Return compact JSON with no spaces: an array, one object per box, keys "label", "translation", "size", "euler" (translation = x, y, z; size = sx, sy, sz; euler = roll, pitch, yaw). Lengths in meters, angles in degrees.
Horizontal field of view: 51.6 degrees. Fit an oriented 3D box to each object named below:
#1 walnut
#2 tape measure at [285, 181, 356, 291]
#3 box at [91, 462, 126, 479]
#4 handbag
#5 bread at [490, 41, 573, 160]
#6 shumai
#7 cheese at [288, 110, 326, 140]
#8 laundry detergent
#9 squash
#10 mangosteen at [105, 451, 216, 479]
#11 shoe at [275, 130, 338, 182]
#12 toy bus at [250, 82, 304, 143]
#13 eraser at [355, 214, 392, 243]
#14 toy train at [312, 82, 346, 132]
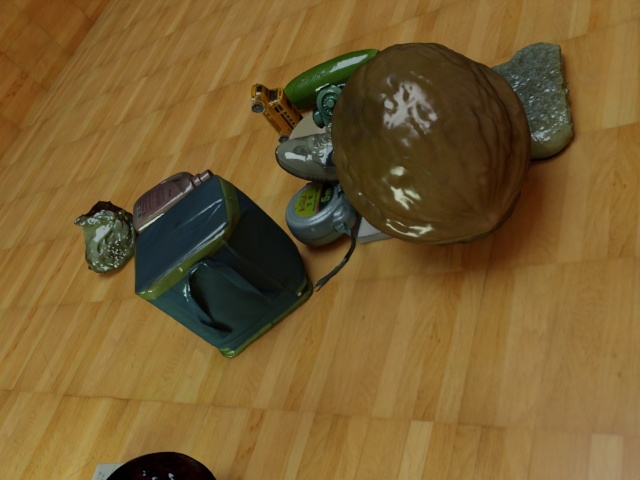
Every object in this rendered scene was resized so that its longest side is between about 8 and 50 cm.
[{"label":"walnut","translation":[0.171,-0.141,1.022],"size":[0.333,0.333,0.333],"euler":[-25,42,24]},{"label":"tape measure","translation":[0.001,0.000,1.225],"size":[0.164,0.084,0.330],"euler":[-23,38,29]},{"label":"box","translation":[-0.355,0.452,1.180],"size":[0.152,0.048,0.100],"euler":[-12,50,33]},{"label":"handbag","translation":[-0.186,0.047,1.236],"size":[0.263,0.241,0.222],"euler":[-38,38,7]},{"label":"bread","translation":[0.338,-0.240,1.173],"size":[0.207,0.056,0.286],"euler":[-19,43,27]},{"label":"shumai","translation":[-0.569,-0.014,1.731],"size":[0.184,0.142,0.184],"euler":[-27,38,23]},{"label":"cheese","translation":[0.020,-0.263,1.479],"size":[0.227,0.064,0.137],"euler":[-51,41,-6]},{"label":"laundry detergent","translation":[-0.375,-0.120,1.701],"size":[0.237,0.076,0.171],"euler":[-36,38,11]},{"label":"squash","translation":[0.019,-0.385,1.576],"size":[0.292,0.082,0.082],"euler":[-17,45,31]},{"label":"mangosteen","translation":[-0.242,0.420,0.992],"size":[0.210,0.210,0.210],"euler":[-25,42,24]},{"label":"shoe","translation":[0.048,-0.177,1.255],"size":[0.275,0.098,0.103],"euler":[-2,34,4]},{"label":"toy bus","translation":[-0.096,-0.298,1.538],"size":[0.074,0.162,0.069],"euler":[-23,43,22]},{"label":"eraser","translation":[0.140,-0.054,1.205],"size":[0.150,0.023,0.104],"euler":[-12,49,35]},{"label":"toy train","translation":[0.124,-0.257,1.304],"size":[0.285,0.177,0.116],"euler":[-19,9,23]}]
